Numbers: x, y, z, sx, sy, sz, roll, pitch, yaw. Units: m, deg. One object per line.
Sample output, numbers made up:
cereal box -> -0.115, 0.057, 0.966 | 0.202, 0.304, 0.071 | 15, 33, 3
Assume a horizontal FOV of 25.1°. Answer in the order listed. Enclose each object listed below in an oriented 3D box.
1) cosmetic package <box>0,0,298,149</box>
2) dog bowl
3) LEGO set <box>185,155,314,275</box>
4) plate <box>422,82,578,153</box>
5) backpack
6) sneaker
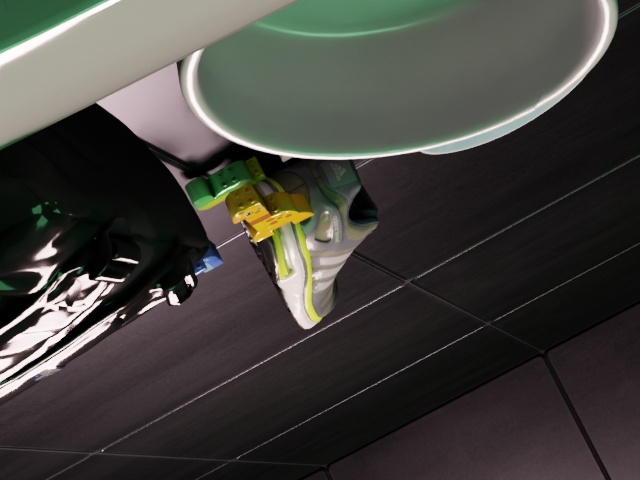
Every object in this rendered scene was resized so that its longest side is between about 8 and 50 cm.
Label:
cosmetic package -> -0.110, -0.146, 0.613 | 0.365, 0.155, 0.197 | -28, 179, -6
dog bowl -> 0.040, -0.152, 0.874 | 0.264, 0.104, 0.265 | -7, 158, -3
LEGO set -> -0.083, -0.033, 1.197 | 0.227, 0.087, 0.093 | -28, 163, 4
plate -> 0.168, -0.139, 1.345 | 0.188, 0.024, 0.188 | -22, 163, -7
backpack -> -0.289, 0.028, 0.866 | 0.355, 0.273, 0.290 | -43, 168, 8
sneaker -> 0.000, 0.000, 1.385 | 0.121, 0.111, 0.300 | -29, 165, -3
